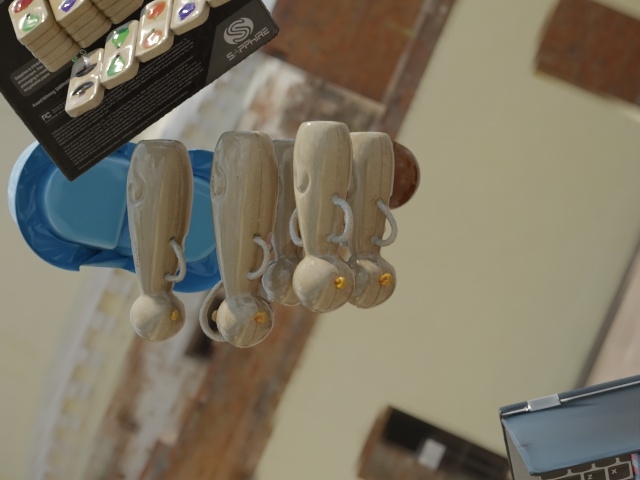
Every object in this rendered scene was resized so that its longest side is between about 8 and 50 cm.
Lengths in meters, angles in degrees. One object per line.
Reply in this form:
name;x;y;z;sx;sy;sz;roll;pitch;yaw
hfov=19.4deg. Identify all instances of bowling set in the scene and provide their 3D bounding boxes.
bowling set;0.000;0.000;1.358;0.287;0.200;0.154;0;89;58

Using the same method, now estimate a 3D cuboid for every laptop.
laptop;0.373;0.223;1.678;0.236;0.382;0.408;-101;-3;-51

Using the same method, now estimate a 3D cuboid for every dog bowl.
dog bowl;-0.219;-0.039;2.125;0.074;0.297;0.166;16;93;59

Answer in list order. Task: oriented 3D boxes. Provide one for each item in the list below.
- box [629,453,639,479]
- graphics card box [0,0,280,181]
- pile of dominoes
box;0.292;0.225;1.524;0.137;0.027;0.094;-144;43;-77
graphics card box;-0.229;-0.263;1.574;0.233;0.371;0.094;-37;22;-2
pile of dominoes;-0.113;-0.216;1.353;0.251;0.040;0.196;-37;36;8
